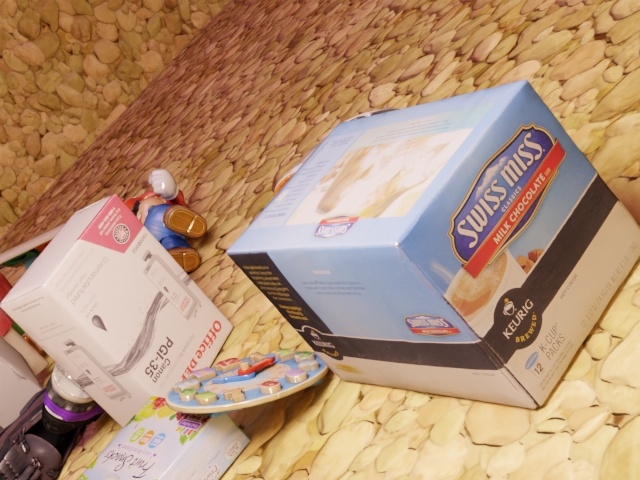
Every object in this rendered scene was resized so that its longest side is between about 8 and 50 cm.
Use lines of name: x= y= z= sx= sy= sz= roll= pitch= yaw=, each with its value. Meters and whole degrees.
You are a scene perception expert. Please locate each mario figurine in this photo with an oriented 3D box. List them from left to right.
mario figurine: x=-0.331 y=-0.026 z=2.094 sx=0.198 sy=0.170 sz=0.320 roll=-46 pitch=22 yaw=-8

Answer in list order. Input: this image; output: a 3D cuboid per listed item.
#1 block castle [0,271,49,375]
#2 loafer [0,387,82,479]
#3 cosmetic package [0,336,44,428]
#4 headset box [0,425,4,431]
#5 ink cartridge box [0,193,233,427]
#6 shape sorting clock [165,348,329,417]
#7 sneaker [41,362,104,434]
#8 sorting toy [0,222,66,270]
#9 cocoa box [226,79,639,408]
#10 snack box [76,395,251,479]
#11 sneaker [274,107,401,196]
block castle: x=-0.727 y=0.228 z=2.177 sx=0.303 sy=0.213 sz=0.453 roll=-44 pitch=16 yaw=-6
loafer: x=-0.436 y=0.316 z=1.679 sx=0.095 sy=0.109 sz=0.302 roll=-28 pitch=21 yaw=22
cosmetic package: x=-0.681 y=0.309 z=1.856 sx=0.365 sy=0.197 sz=0.155 roll=-41 pitch=46 yaw=-9
headset box: x=-0.582 y=0.429 z=1.690 sx=0.218 sy=0.110 sz=0.293 roll=-37 pitch=21 yaw=13
ink cartridge box: x=-0.284 y=0.109 z=1.565 sx=0.117 sy=0.283 sz=0.207 roll=-21 pitch=29 yaw=39
shape sorting clock: x=-0.090 y=0.170 z=1.331 sx=0.206 sy=0.040 sz=0.206 roll=-14 pitch=5 yaw=1
sneaker: x=-0.344 y=0.208 z=1.705 sx=0.146 sy=0.102 sz=0.293 roll=-61 pitch=-12 yaw=30
sorting toy: x=-0.558 y=0.022 z=2.179 sx=0.348 sy=0.047 sz=0.196 roll=-25 pitch=-2 yaw=4
cocoa box: x=0.109 y=0.007 z=1.144 sx=0.231 sy=0.228 sz=0.347 roll=-50 pitch=22 yaw=-22
snack box: x=-0.208 y=0.287 z=1.368 sx=0.174 sy=0.070 sz=0.207 roll=-48 pitch=21 yaw=-25
sneaker: x=0.035 y=-0.147 z=1.793 sx=0.262 sy=0.099 sz=0.121 roll=-32 pitch=18 yaw=20
